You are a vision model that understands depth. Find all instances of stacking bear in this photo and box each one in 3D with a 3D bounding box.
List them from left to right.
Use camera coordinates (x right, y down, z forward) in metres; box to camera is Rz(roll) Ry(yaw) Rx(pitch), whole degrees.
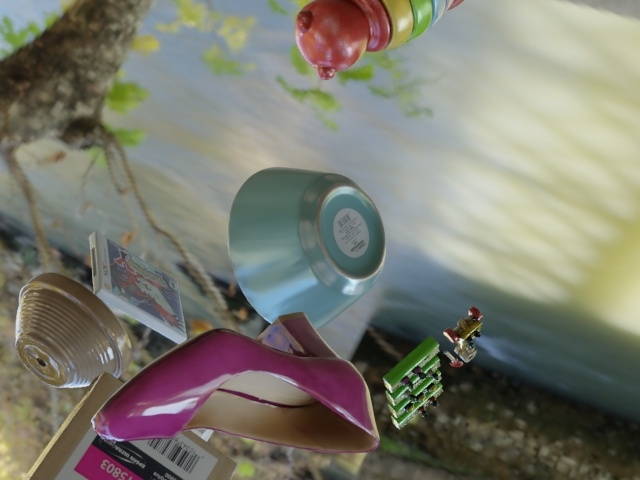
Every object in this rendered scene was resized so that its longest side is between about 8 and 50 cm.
[{"bbox_3d":[0.079,-0.350,1.674,0.164,0.289,0.175,18,140,49],"label":"stacking bear"}]

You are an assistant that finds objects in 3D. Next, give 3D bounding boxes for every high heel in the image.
[{"bbox_3d":[-0.069,0.186,1.200,0.127,0.377,0.181,-46,72,34],"label":"high heel"}]

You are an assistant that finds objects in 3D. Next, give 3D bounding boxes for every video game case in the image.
[{"bbox_3d":[-0.337,0.086,2.090,0.201,0.023,0.183,35,-160,-32],"label":"video game case"}]

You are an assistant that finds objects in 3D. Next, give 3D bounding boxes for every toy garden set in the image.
[{"bbox_3d":[0.208,0.230,1.969,0.049,0.203,0.244,45,167,25],"label":"toy garden set"}]

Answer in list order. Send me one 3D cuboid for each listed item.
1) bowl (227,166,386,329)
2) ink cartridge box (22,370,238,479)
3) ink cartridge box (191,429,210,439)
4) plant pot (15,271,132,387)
[{"bbox_3d":[0.000,0.000,2.035,0.163,0.312,0.311,-17,136,44],"label":"bowl"},{"bbox_3d":[-0.262,0.325,1.548,0.234,0.193,0.088,36,152,-10],"label":"ink cartridge box"},{"bbox_3d":[-0.261,0.361,2.221,0.092,0.090,0.143,34,-161,6],"label":"ink cartridge box"},{"bbox_3d":[-0.459,0.180,2.005,0.237,0.110,0.237,22,136,22],"label":"plant pot"}]
